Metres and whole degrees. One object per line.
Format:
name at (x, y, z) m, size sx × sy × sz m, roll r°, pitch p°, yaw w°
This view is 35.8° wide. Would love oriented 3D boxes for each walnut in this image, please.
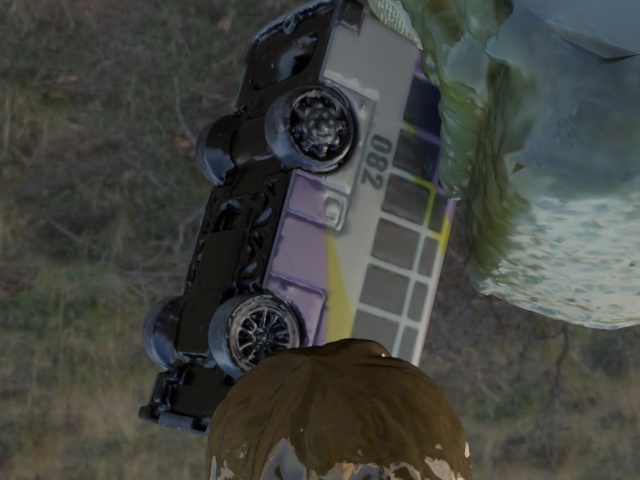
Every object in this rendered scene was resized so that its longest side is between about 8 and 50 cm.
walnut at (0.012, 0.170, 0.704) m, size 0.213 × 0.213 × 0.213 m, roll -2°, pitch 156°, yaw -1°

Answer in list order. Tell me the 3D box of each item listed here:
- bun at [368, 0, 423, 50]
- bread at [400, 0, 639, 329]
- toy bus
bun at (0.156, -0.349, 1.516) m, size 0.111 × 0.188 × 0.164 m, roll -38°, pitch 170°, yaw -4°
bread at (0.150, -0.131, 0.449) m, size 0.239 × 0.395 × 0.264 m, roll -13°, pitch -177°, yaw 4°
toy bus at (0.000, 0.000, 1.015) m, size 0.249 × 0.439 × 0.209 m, roll 21°, pitch 166°, yaw -28°
